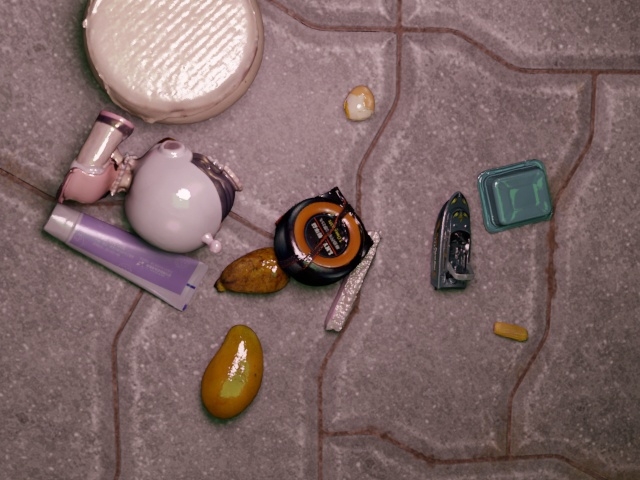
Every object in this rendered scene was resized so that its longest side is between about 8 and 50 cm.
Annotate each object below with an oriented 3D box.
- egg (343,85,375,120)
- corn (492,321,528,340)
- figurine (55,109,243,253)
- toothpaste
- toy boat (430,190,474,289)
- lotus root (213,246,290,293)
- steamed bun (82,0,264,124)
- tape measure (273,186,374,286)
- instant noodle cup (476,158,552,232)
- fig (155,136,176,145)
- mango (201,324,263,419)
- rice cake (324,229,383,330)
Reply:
[{"bbox_3d":[0.091,-0.317,1.924,0.071,0.071,0.083,4,95,-9],"label":"egg"},{"bbox_3d":[0.476,0.227,2.081,0.092,0.037,0.037,13,96,-8],"label":"corn"},{"bbox_3d":[-0.371,-0.100,1.815,0.361,0.253,0.211,20,57,-14],"label":"figurine"},{"bbox_3d":[-0.445,0.032,1.897,0.371,0.080,0.125,28,93,-17],"label":"toothpaste"},{"bbox_3d":[0.321,0.004,1.994,0.093,0.103,0.246,3,93,-33],"label":"toy boat"},{"bbox_3d":[-0.161,0.080,1.937,0.191,0.094,0.108,-15,71,-1],"label":"lotus root"},{"bbox_3d":[-0.304,-0.427,1.759,0.375,0.241,0.374,0,96,-4],"label":"steamed bun"},{"bbox_3d":[0.000,0.000,1.903,0.223,0.135,0.202,-29,84,-30],"label":"tape measure"},{"bbox_3d":[0.478,-0.107,2.016,0.179,0.070,0.157,-14,99,-5],"label":"instant noodle cup"},{"bbox_3d":[-0.361,-0.201,1.889,0.083,0.050,0.050,-22,102,14],"label":"fig"},{"bbox_3d":[-0.203,0.312,1.965,0.136,0.099,0.227,18,87,-4],"label":"mango"},{"bbox_3d":[0.080,0.095,1.993,0.049,0.055,0.269,24,95,4],"label":"rice cake"}]
